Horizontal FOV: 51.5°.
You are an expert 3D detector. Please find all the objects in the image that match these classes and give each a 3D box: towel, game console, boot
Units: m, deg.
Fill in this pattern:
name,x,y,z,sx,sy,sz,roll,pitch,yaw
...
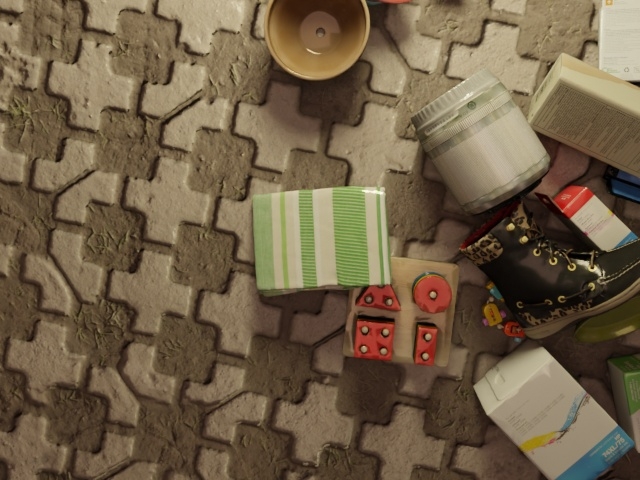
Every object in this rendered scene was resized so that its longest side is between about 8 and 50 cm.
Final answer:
name,x,y,z,sx,sy,sz,roll,pitch,yaw
towel,0.000,0.000,1.560,0.325,0.038,0.247,-5,83,15
game console,0.724,-0.140,1.522,0.122,0.071,0.107,19,98,1
boot,0.510,0.030,1.430,0.284,0.138,0.377,47,132,-3

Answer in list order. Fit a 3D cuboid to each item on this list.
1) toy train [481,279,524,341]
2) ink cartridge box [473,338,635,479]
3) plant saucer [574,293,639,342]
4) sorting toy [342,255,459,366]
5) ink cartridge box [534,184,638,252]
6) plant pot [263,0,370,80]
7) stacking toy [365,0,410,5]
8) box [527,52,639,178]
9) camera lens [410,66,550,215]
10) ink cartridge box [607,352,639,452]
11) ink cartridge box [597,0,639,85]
name,x,y,z,sx,sy,sz,roll,pitch,yaw
toy train,0.444,0.157,1.590,0.125,0.046,0.166,2,94,-7
ink cartridge box,0.526,0.399,1.532,0.197,0.198,0.270,-44,93,8
plant saucer,0.685,0.162,1.504,0.241,0.241,0.037,-20,60,6
sorting toy,0.192,0.172,1.583,0.257,0.089,0.255,6,97,3
ink cartridge box,0.605,-0.050,1.508,0.231,0.134,0.078,44,98,-2
plant pot,-0.003,-0.480,1.509,0.237,0.110,0.237,1,99,7
stacking toy,0.179,-0.688,1.499,0.280,0.130,0.309,-5,102,-15
box,0.632,-0.269,1.462,0.311,0.121,0.148,26,135,-1
camera lens,0.353,-0.210,1.463,0.219,0.219,0.274,-33,94,7
ink cartridge box,0.840,0.359,1.549,0.273,0.115,0.198,-12,95,5
ink cartridge box,0.735,-0.457,1.472,0.223,0.045,0.224,3,88,16
